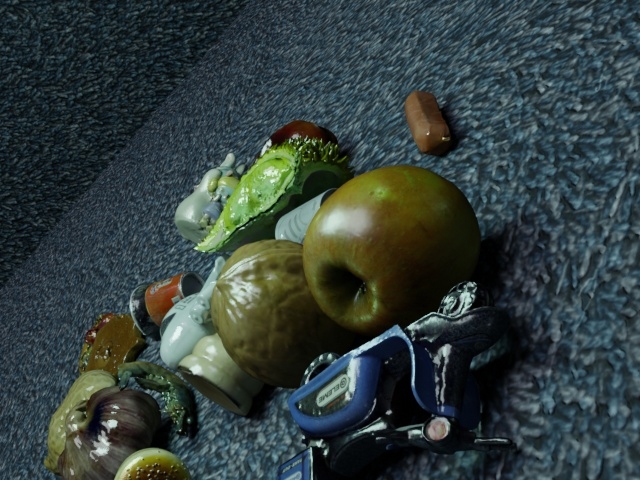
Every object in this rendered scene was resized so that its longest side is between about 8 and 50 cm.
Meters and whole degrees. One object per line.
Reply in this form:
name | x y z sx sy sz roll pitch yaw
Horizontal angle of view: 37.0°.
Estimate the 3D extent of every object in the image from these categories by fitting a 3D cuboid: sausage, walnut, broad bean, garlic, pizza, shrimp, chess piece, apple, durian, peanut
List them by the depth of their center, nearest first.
apple | 0.098 0.013 1.258 0.237 0.237 0.207 -25 13 48
walnut | -0.056 0.104 1.396 0.228 0.228 0.228 -41 26 25
chess piece | -0.106 0.146 1.563 0.261 0.143 0.142 -54 22 -19
sausage | 0.180 -0.189 1.580 0.065 0.065 0.169 -44 25 20
shrimp | -0.291 0.273 1.693 0.051 0.150 0.217 -58 28 9
garlic | -0.391 0.367 1.713 0.245 0.160 0.245 -46 26 30
durian | -0.072 -0.070 1.719 0.352 0.158 0.169 -37 15 38
broad bean | -0.058 -0.141 1.880 0.228 0.122 0.156 -45 49 32
peanut | -0.495 0.378 1.974 0.233 0.110 0.196 -55 23 -10
pizza | -0.528 0.222 2.324 0.193 0.053 0.201 -42 25 23

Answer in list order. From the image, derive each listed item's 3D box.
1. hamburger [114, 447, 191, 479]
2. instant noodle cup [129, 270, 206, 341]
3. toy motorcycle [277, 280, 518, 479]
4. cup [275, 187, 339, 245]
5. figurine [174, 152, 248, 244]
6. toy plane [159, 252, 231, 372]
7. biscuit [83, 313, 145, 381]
hamburger | -0.268 0.397 1.502 0.141 0.126 0.081 -49 13 -4
instant noodle cup | -0.304 0.126 1.974 0.135 0.127 0.127 -27 34 32
toy motorcycle | 0.089 0.199 1.131 0.358 0.125 0.213 -40 35 33
cup | -0.007 -0.008 1.617 0.133 0.099 0.136 -26 34 45
figurine | -0.220 -0.109 2.134 0.235 0.127 0.155 -60 6 -24
toy plane | -0.192 0.130 1.701 0.267 0.122 0.267 -56 -12 -18
biscuit | -0.458 0.250 2.163 0.215 0.034 0.182 -19 50 45
